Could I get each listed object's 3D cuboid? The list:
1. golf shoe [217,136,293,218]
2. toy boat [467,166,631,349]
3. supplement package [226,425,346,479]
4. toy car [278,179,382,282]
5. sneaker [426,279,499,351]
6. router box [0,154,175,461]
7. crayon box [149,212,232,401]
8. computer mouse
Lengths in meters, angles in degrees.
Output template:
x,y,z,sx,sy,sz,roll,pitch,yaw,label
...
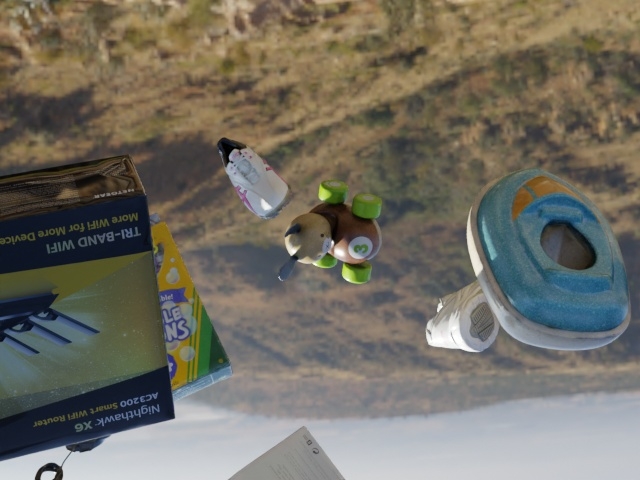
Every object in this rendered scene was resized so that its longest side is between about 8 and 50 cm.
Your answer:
x,y,z,sx,sy,sz,roll,pitch,yaw,label
-0.104,-0.092,1.451,0.086,0.067,0.186,42,-177,-35,golf shoe
0.335,0.005,1.183,0.318,0.268,0.148,2,136,-15,toy boat
-0.090,0.373,1.257,0.244,0.134,0.139,-29,162,-35,supplement package
0.000,0.000,1.702,0.148,0.155,0.188,24,-151,33,toy car
0.235,0.091,1.490,0.115,0.090,0.232,-10,-166,44,sneaker
-0.290,0.074,0.834,0.308,0.081,0.243,-12,124,-15,router box
-0.301,0.112,1.613,0.203,0.323,0.083,-24,161,-10,crayon box
-0.439,0.387,1.765,0.071,0.041,0.242,5,-153,18,computer mouse
